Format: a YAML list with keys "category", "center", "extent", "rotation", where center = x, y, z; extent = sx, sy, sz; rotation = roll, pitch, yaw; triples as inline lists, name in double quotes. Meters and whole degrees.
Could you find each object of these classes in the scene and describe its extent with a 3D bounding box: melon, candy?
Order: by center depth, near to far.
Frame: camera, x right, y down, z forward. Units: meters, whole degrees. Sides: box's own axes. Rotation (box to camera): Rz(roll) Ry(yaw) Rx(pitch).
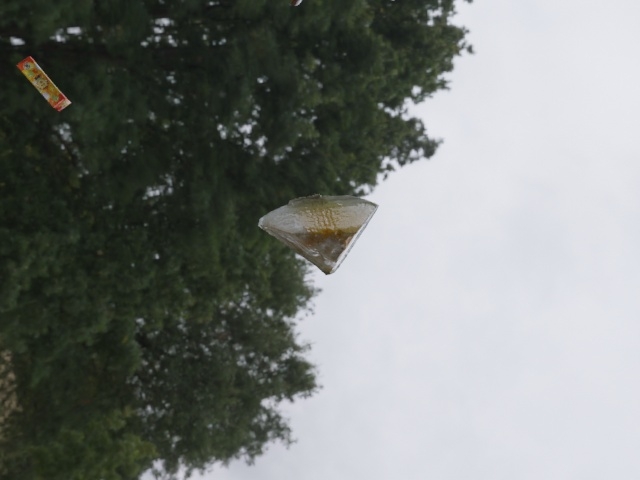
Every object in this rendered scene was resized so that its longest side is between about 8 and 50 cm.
- category: "melon"
  center: [0.001, 0.001, 1.078]
  extent: [0.093, 0.203, 0.139]
  rotation: [-79, 162, -59]
- category: "candy"
  center: [-0.626, -0.354, 1.462]
  extent: [0.122, 0.038, 0.062]
  rotation: [50, -8, -9]

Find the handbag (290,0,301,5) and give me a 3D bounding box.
- category: "handbag"
  center: [0.027, -0.477, 0.986]
  extent: [0.252, 0.190, 0.193]
  rotation: [7, -105, 29]
